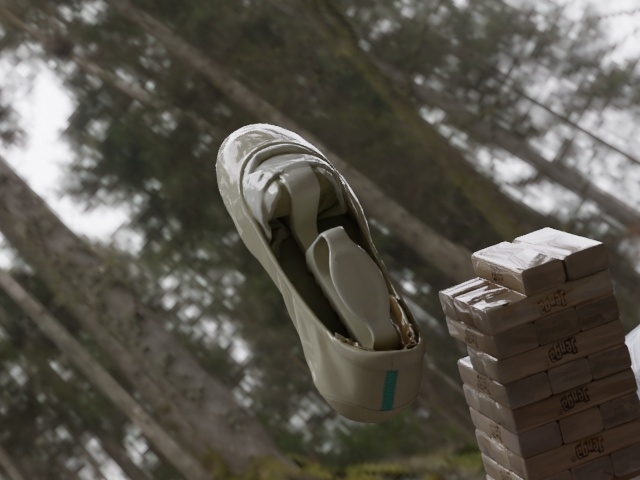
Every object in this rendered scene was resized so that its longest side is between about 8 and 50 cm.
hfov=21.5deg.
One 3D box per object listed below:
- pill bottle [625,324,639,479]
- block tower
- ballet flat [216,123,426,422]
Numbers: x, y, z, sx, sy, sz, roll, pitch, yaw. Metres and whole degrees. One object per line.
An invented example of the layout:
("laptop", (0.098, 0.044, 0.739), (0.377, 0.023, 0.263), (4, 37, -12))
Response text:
("pill bottle", (0.277, 0.125, 1.320), (0.124, 0.124, 0.221), (3, -38, -40))
("block tower", (0.169, 0.166, 1.118), (0.091, 0.097, 0.335), (-18, -79, -12))
("ballet flat", (0.000, 0.000, 1.077), (0.086, 0.248, 0.086), (-21, -31, -13))
